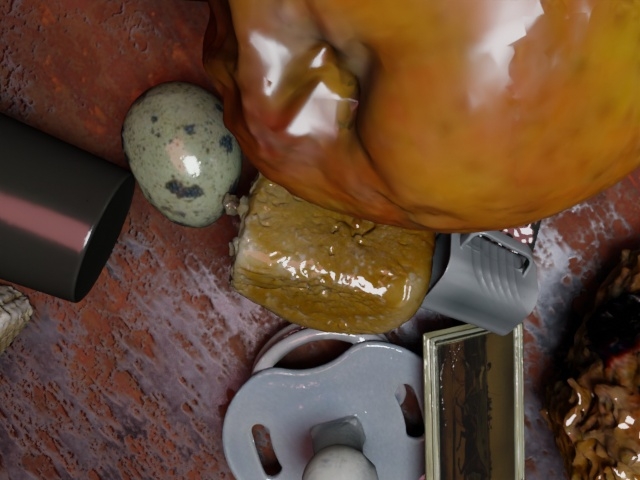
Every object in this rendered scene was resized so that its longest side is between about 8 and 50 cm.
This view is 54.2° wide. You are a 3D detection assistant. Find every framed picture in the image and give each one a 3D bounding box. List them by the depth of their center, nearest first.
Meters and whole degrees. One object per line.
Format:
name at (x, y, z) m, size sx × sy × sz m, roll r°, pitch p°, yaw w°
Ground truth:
framed picture at (0.201, 0.226, 0.787) m, size 0.197 × 0.014 × 0.252 m, roll -4°, pitch 94°, yaw -39°

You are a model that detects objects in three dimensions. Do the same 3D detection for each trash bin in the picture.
trash bin at (-0.413, -0.064, 0.744) m, size 0.334 × 0.214 × 0.214 m, roll 24°, pitch 97°, yaw -9°

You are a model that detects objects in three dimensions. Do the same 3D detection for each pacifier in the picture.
pacifier at (0.018, 0.240, 0.752) m, size 0.300 × 0.233 × 0.243 m, roll -17°, pitch 105°, yaw 3°

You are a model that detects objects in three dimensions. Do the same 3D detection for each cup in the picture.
cup at (0.189, 0.037, 0.749) m, size 0.130 × 0.095 × 0.128 m, roll 22°, pitch 134°, yaw -10°

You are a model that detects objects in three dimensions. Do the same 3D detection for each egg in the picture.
egg at (-0.165, -0.103, 0.761) m, size 0.141 × 0.141 × 0.181 m, roll -17°, pitch 87°, yaw 4°

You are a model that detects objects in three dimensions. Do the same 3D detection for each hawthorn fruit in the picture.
hawthorn fruit at (0.104, -0.221, 0.534) m, size 0.473 × 0.472 × 0.471 m, roll 0°, pitch 97°, yaw 2°

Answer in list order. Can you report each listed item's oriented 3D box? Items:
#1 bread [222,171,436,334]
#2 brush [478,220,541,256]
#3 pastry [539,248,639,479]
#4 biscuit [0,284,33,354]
bread at (0.000, 0.000, 0.748) m, size 0.247 × 0.176 × 0.195 m, roll 16°, pitch 60°, yaw -6°
brush at (0.231, -0.081, 0.794) m, size 0.123 × 0.059 × 0.197 m, roll 14°, pitch 99°, yaw -1°
pastry at (0.437, 0.160, 0.695) m, size 0.293 × 0.337 × 0.405 m, roll 29°, pitch 128°, yaw -19°
biscuit at (-0.554, 0.231, 0.818) m, size 0.078 × 0.144 × 0.426 m, roll 42°, pitch 96°, yaw -2°
